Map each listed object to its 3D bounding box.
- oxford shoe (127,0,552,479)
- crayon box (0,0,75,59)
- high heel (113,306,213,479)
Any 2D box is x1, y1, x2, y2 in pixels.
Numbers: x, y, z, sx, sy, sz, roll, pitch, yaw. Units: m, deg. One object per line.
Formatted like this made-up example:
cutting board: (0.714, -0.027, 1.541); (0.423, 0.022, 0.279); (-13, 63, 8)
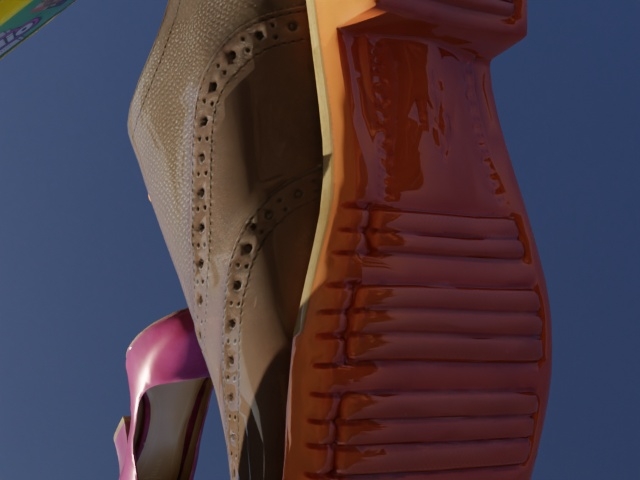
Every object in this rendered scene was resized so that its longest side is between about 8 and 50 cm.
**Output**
oxford shoe: (0.000, 0.000, 0.531); (0.132, 0.130, 0.364); (-5, -102, 41)
crayon box: (-0.331, -0.234, 0.929); (0.363, 0.106, 0.313); (-34, -85, 13)
high heel: (-0.119, 0.156, 1.136); (0.082, 0.244, 0.117); (1, -128, -29)
